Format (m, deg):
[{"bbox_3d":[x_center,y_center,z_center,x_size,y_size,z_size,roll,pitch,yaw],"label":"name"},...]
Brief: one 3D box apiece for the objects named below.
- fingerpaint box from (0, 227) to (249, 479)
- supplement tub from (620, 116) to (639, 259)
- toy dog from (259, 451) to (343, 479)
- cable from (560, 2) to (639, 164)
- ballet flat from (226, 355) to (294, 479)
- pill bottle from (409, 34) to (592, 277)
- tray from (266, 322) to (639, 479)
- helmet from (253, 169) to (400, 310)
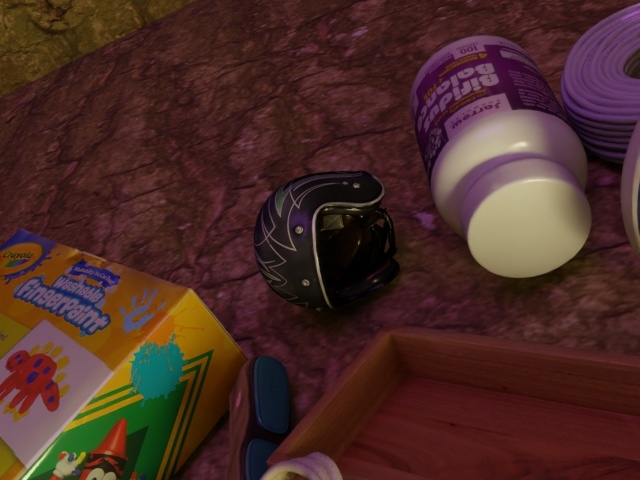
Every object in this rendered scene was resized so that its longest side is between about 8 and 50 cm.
[{"bbox_3d":[-0.355,0.195,1.003,0.445,0.163,0.371,12,54,46],"label":"fingerpaint box"},{"bbox_3d":[0.412,-0.020,0.597,0.235,0.235,0.325,-37,31,-8],"label":"supplement tub"},{"bbox_3d":[0.075,0.290,0.563,0.334,0.161,0.220,-1,61,51],"label":"toy dog"},{"bbox_3d":[0.411,-0.193,0.962,0.257,0.089,0.257,-3,43,35],"label":"cable"},{"bbox_3d":[-0.062,0.217,0.843,0.073,0.080,0.232,-49,23,26],"label":"ballet flat"},{"bbox_3d":[0.200,-0.099,0.937,0.169,0.169,0.301,-23,34,13],"label":"pill bottle"},{"bbox_3d":[0.176,0.175,0.661,0.411,0.076,0.203,4,34,40],"label":"tray"},{"bbox_3d":[0.000,0.000,0.976,0.162,0.169,0.169,-22,31,-15],"label":"helmet"}]
